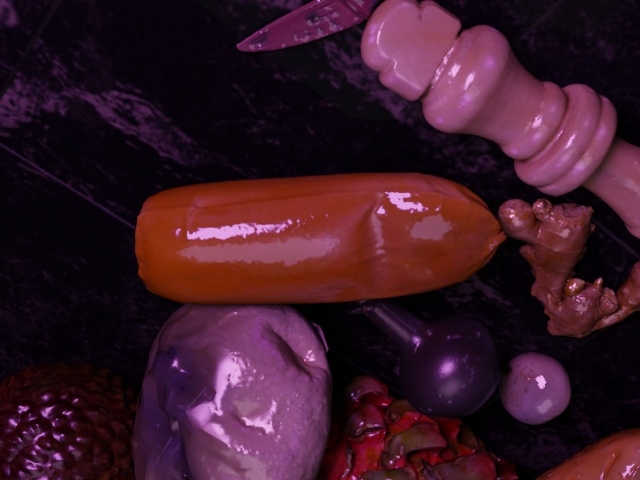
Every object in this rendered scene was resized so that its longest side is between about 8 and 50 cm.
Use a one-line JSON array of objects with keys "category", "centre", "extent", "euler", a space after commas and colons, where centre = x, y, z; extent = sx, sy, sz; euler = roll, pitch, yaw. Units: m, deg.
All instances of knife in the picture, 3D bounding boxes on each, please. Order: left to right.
[{"category": "knife", "centre": [0.036, -0.208, 0.704], "extent": [0.247, 0.018, 0.035], "euler": [-18, 128, 22]}]

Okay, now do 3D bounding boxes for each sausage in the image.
[{"category": "sausage", "centre": [0.001, -0.002, 0.809], "extent": [0.354, 0.116, 0.134], "euler": [-2, 114, 3]}]

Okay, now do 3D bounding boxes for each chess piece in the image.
[{"category": "chess piece", "centre": [0.211, -0.092, 0.721], "extent": [0.397, 0.117, 0.117], "euler": [27, 126, -13]}]

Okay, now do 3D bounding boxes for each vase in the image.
[{"category": "vase", "centre": [0.108, 0.110, 0.895], "extent": [0.183, 0.120, 0.120], "euler": [40, 123, -7]}]

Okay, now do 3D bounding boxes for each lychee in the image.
[{"category": "lychee", "centre": [-0.305, 0.260, 0.980], "extent": [0.271, 0.236, 0.236], "euler": [13, 134, -38]}]

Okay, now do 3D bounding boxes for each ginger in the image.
[{"category": "ginger", "centre": [0.263, 0.036, 0.851], "extent": [0.193, 0.052, 0.176], "euler": [8, 124, -2]}]

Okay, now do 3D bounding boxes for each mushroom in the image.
[{"category": "mushroom", "centre": [0.254, 0.171, 0.957], "extent": [0.085, 0.085, 0.079], "euler": [-33, 161, 28]}]

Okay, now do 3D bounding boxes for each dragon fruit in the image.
[{"category": "dragon fruit", "centre": [0.084, 0.287, 0.957], "extent": [0.302, 0.231, 0.237], "euler": [10, 124, -8]}]

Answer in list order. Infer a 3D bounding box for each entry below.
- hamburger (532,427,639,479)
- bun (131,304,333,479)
[{"category": "hamburger", "centre": [0.372, 0.346, 0.999], "extent": [0.318, 0.158, 0.319], "euler": [-11, 144, -8]}, {"category": "bun", "centre": [-0.111, 0.178, 0.871], "extent": [0.168, 0.273, 0.273], "euler": [19, 131, -37]}]
